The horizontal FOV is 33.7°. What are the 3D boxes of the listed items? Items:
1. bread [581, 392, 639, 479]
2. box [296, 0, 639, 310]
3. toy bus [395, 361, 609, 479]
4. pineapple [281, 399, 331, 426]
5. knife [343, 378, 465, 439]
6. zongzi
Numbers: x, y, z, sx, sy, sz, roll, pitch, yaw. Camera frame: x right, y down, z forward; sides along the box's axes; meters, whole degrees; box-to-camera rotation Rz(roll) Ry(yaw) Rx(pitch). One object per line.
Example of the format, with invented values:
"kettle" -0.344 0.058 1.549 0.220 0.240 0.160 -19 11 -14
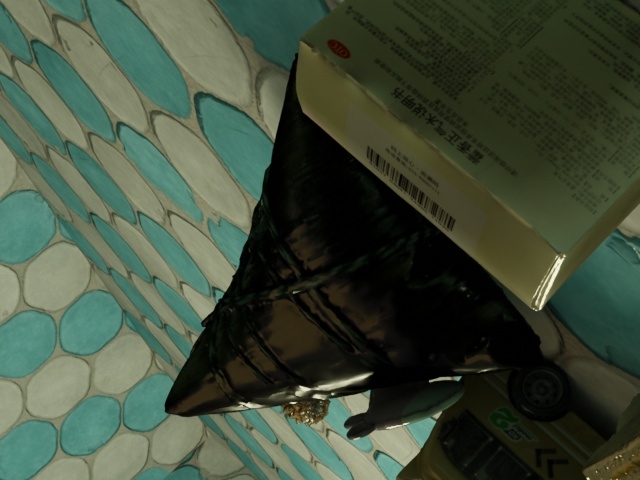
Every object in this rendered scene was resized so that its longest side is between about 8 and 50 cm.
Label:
"bread" 0.307 0.179 0.901 0.077 0.105 0.152 40 163 2
"box" 0.115 -0.089 0.671 0.212 0.168 0.095 42 160 17
"toy bus" 0.260 0.297 1.103 0.365 0.202 0.177 42 161 23
"pineapple" -0.059 0.296 2.005 0.221 0.103 0.083 16 145 57
"knife" 0.094 0.164 1.214 0.398 0.132 0.038 -60 -50 -84
"zongzi" 0.000 0.000 1.097 0.383 0.319 0.362 -17 106 51
